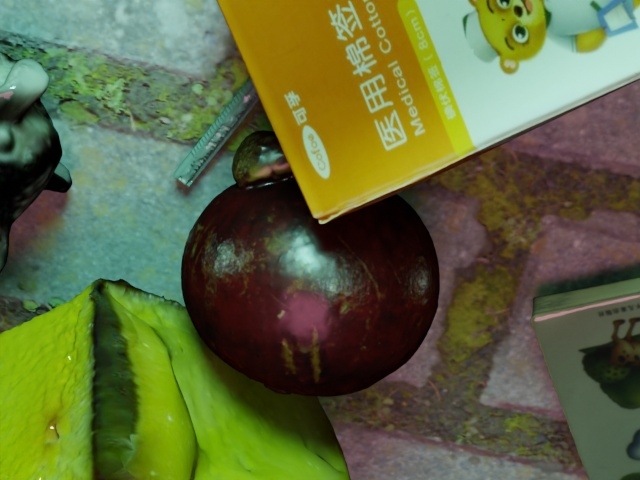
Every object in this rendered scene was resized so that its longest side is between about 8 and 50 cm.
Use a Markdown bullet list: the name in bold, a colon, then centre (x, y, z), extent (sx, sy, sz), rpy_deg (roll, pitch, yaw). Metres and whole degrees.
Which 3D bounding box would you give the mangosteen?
- **mangosteen**: centre (0.000, 0.000, 1.253), extent (0.215, 0.215, 0.258), rpy_deg (14, 107, -5)

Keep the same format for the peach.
- **peach**: centre (-0.154, 0.202, 1.273), extent (0.242, 0.306, 0.380), rpy_deg (-33, 154, 16)

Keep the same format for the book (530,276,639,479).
- **book**: centre (0.365, 0.174, 1.415), extent (0.260, 0.043, 0.371), rpy_deg (-14, 124, 16)

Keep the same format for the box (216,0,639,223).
- **box**: centre (0.097, -0.175, 1.032), extent (0.341, 0.143, 0.225), rpy_deg (-23, 91, 44)

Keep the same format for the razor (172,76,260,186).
- **razor**: centre (-0.059, -0.119, 1.272), extent (0.084, 0.036, 0.211), rpy_deg (20, 133, -33)

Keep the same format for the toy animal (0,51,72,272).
- **toy animal**: centre (-0.329, -0.039, 1.262), extent (0.344, 0.194, 0.302), rpy_deg (-35, 110, 30)
